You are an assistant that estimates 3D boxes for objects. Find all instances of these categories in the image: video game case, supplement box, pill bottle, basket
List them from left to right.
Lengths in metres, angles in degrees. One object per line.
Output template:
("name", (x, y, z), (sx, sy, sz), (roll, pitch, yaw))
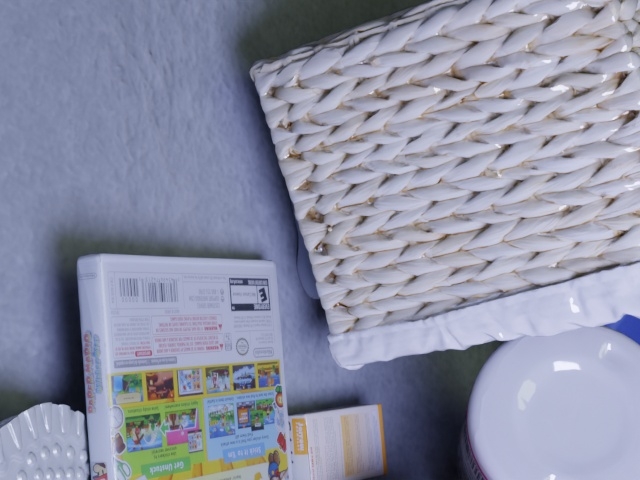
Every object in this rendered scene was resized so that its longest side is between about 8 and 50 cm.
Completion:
("video game case", (-0.092, 0.115, 0.958), (0.227, 0.026, 0.206), (4, 80, -61))
("supplement box", (0.010, 0.171, 1.085), (0.098, 0.036, 0.062), (1, 83, -48))
("basket", (0.176, -0.088, 1.074), (0.328, 0.331, 0.266), (-32, 105, -56))
("pill bottle", (0.198, 0.179, 1.112), (0.283, 0.160, 0.160), (82, 16, -70))

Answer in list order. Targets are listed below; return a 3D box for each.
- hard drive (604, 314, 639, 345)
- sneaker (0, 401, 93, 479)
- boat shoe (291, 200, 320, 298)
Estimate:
("hard drive", (0.346, 0.092, 1.394), (0.319, 0.040, 0.210), (-45, 139, -36))
("sneaker", (-0.220, 0.155, 0.805), (0.235, 0.095, 0.090), (7, 71, -67))
("boat shoe", (0.000, 0.000, 1.109), (0.035, 0.035, 0.100), (0, 77, -45))
